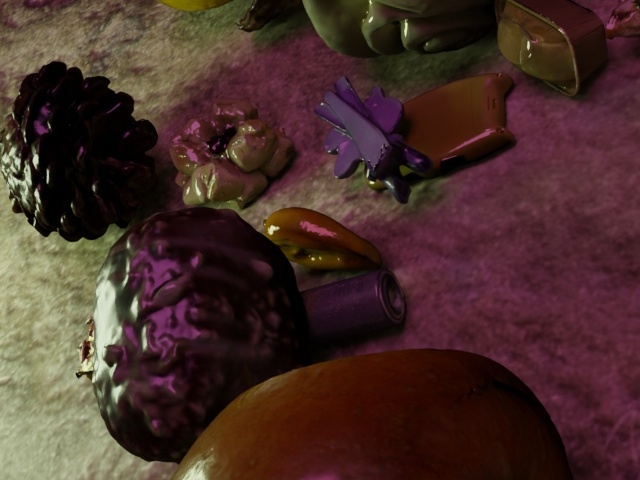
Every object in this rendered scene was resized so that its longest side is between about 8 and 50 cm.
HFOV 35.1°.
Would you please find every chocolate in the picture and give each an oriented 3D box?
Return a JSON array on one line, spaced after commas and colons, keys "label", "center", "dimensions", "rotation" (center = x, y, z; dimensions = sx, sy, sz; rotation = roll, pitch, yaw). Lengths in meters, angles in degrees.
[{"label": "chocolate", "center": [-0.159, 0.116, 1.192], "dimensions": [0.225, 0.210, 0.340], "rotation": [-19, 68, 30]}]

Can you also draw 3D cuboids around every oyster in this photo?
[{"label": "oyster", "center": [-0.030, -0.433, 1.680], "dimensions": [0.129, 0.078, 0.345], "rotation": [-35, 4, -41]}, {"label": "oyster", "center": [0.455, -0.319, 1.266], "dimensions": [0.133, 0.072, 0.209], "rotation": [0, 36, 46]}]

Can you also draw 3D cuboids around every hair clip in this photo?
[{"label": "hair clip", "center": [0.065, -0.132, 1.372], "dimensions": [0.137, 0.090, 0.278], "rotation": [-54, 27, 15]}]

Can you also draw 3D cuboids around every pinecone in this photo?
[{"label": "pinecone", "center": [-0.394, -0.142, 1.650], "dimensions": [0.242, 0.298, 0.296], "rotation": [-19, 35, -37]}]

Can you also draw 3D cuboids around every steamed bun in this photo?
[{"label": "steamed bun", "center": [0.147, -0.373, 1.429], "dimensions": [0.346, 0.237, 0.394], "rotation": [-39, 4, -25]}, {"label": "steamed bun", "center": [-0.154, -0.135, 1.564], "dimensions": [0.192, 0.106, 0.177], "rotation": [-45, 39, 1]}]

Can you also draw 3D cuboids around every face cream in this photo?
[{"label": "face cream", "center": [-0.030, 0.103, 1.284], "dimensions": [0.283, 0.073, 0.073], "rotation": [-17, 47, 28]}]

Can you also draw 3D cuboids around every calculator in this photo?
[{"label": "calculator", "center": [0.151, -0.148, 1.384], "dimensions": [0.236, 0.033, 0.157], "rotation": [-20, 46, 30]}]

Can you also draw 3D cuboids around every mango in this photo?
[{"label": "mango", "center": [0.000, 0.000, 1.328], "dimensions": [0.187, 0.101, 0.066], "rotation": [16, 66, 35]}]

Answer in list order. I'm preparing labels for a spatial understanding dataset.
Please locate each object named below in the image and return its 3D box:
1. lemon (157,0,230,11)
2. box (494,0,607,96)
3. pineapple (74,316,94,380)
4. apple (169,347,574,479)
[{"label": "lemon", "center": [-0.226, -0.569, 1.863], "dimensions": [0.297, 0.297, 0.297], "rotation": [-22, 45, 23]}, {"label": "box", "center": [0.292, -0.260, 1.316], "dimensions": [0.111, 0.111, 0.177], "rotation": [-42, 40, 2]}, {"label": "pineapple", "center": [-0.240, 0.129, 1.424], "dimensions": [0.236, 0.114, 0.186], "rotation": [-54, 41, 3]}, {"label": "apple", "center": [0.039, 0.275, 0.911], "dimensions": [0.374, 0.374, 0.384], "rotation": [1, 28, 40]}]
